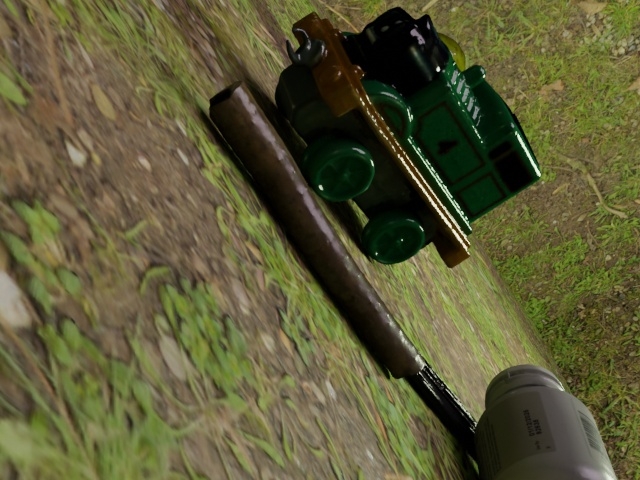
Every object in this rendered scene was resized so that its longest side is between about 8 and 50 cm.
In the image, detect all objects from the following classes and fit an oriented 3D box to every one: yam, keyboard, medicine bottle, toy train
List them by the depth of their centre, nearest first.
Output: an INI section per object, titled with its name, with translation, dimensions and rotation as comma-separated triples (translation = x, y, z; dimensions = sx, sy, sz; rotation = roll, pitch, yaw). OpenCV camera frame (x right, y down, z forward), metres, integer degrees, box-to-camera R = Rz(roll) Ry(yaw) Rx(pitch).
[yam]
translation = 0.000, 0.000, 0.828
dimensions = 0.327, 0.045, 0.045
rotation = 56, -19, -18
[medicine bottle]
translation = 0.235, 0.230, 0.953
dimensions = 0.135, 0.135, 0.215
rotation = 54, 17, -20
[keyboard]
translation = 0.137, 0.176, 1.006
dimensions = 0.250, 0.017, 0.087
rotation = 51, 13, -35
[toy train]
translation = 0.110, -0.130, 1.097
dimensions = 0.429, 0.249, 0.178
rotation = 48, 16, -43

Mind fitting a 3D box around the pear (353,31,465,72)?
[pear]
translation = 0.139, -0.242, 1.529
dimensions = 0.292, 0.292, 0.159
rotation = 52, 4, -30
